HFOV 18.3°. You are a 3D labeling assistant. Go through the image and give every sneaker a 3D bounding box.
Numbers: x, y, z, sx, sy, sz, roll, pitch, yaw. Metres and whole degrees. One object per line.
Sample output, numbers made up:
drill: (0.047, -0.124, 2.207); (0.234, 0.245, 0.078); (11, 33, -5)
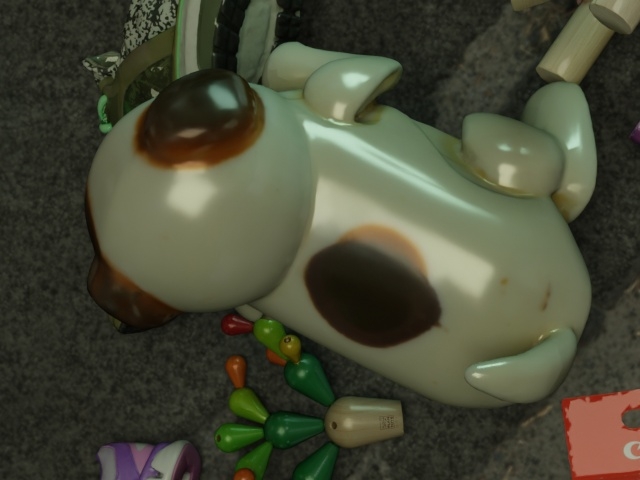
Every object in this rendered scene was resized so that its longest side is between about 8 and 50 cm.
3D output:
sneaker: (-0.147, -0.112, 1.880); (0.182, 0.158, 0.410); (27, 109, 31)
sneaker: (-0.196, 0.297, 1.922); (0.105, 0.095, 0.236); (15, 88, 16)

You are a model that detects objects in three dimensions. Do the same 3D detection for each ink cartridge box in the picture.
ink cartridge box: (0.327, 0.255, 1.848); (0.189, 0.066, 0.232); (-8, 93, 10)

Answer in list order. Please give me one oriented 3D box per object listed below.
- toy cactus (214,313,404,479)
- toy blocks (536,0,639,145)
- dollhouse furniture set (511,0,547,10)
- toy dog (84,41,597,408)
toy cactus: (-0.012, 0.172, 1.889); (0.181, 0.112, 0.219); (-6, 81, 0)
toy blocks: (0.393, -0.195, 1.722); (0.309, 0.288, 0.260); (35, 80, 0)
dollhouse furniture set: (0.204, -0.391, 1.687); (0.152, 0.374, 0.201); (-13, 128, 13)
toy dog: (0.000, 0.000, 1.678); (0.408, 0.395, 0.284); (16, 128, -17)
